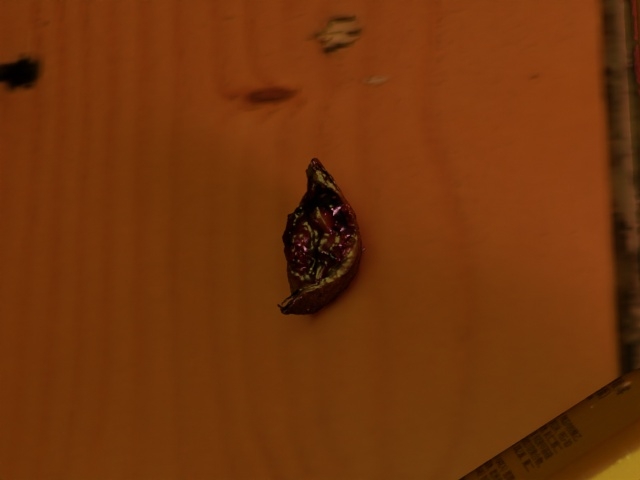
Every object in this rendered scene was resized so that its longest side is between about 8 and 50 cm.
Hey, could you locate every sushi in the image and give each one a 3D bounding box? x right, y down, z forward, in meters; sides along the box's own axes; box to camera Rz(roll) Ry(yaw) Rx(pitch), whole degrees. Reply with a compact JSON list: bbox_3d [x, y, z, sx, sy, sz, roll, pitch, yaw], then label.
[{"bbox_3d":[0.000,0.000,1.008,0.050,0.047,0.099,-4,66,13],"label":"sushi"}]

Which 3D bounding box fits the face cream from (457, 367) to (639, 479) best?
[{"bbox_3d":[0.110,0.162,0.863,0.349,0.105,0.105,-33,60,1],"label":"face cream"}]
